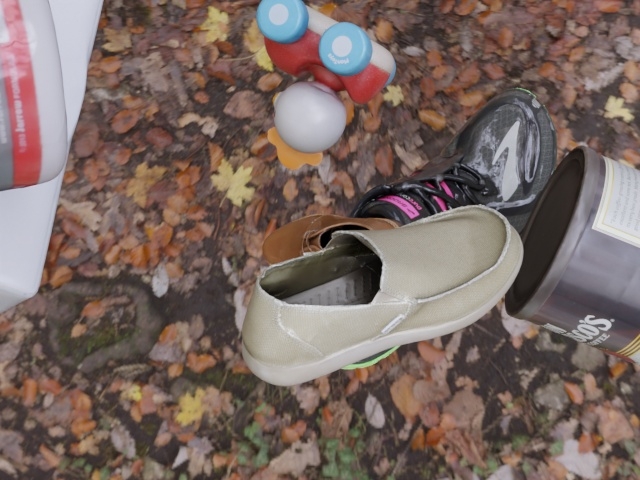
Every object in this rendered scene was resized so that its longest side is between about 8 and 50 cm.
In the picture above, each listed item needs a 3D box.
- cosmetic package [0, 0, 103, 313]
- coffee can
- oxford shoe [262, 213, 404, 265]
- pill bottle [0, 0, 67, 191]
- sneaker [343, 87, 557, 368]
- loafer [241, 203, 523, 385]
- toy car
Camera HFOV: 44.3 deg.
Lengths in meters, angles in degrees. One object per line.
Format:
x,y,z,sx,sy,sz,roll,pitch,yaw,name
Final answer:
-0.424,-0.112,0.694,0.327,0.393,0.330,18,68,-30,cosmetic package
0.370,0.040,0.856,0.275,0.201,0.202,22,106,2,coffee can
0.000,0.000,0.977,0.212,0.076,0.076,-8,84,37,oxford shoe
-0.292,-0.084,0.405,0.283,0.161,0.161,-14,108,-26,pill bottle
0.158,-0.018,1.080,0.185,0.202,0.483,38,84,19,sneaker
0.057,0.032,0.659,0.268,0.102,0.092,-25,136,-18,loafer
-0.022,-0.230,1.223,0.210,0.219,0.238,30,101,12,toy car
